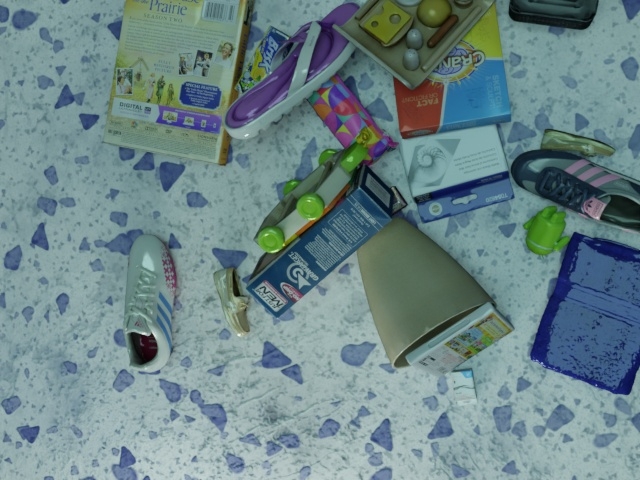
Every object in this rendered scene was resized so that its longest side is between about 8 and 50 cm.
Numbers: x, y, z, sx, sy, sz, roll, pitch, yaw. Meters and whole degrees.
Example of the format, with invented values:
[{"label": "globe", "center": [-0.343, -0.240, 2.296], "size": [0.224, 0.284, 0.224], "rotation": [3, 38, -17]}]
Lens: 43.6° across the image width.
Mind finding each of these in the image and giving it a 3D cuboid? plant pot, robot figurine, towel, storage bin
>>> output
[{"label": "plant pot", "center": [0.199, 0.093, 1.732], "size": [0.256, 0.256, 0.274], "rotation": [-34, 68, 11]}, {"label": "robot figurine", "center": [0.486, -0.018, 1.730], "size": [0.101, 0.067, 0.115], "rotation": [39, 125, 35]}, {"label": "towel", "center": [0.606, 0.155, 1.723], "size": [0.228, 0.076, 0.308], "rotation": [20, 97, 18]}, {"label": "storage bin", "center": [0.501, -0.528, 1.709], "size": [0.180, 0.084, 0.122], "rotation": [11, 94, 12]}]

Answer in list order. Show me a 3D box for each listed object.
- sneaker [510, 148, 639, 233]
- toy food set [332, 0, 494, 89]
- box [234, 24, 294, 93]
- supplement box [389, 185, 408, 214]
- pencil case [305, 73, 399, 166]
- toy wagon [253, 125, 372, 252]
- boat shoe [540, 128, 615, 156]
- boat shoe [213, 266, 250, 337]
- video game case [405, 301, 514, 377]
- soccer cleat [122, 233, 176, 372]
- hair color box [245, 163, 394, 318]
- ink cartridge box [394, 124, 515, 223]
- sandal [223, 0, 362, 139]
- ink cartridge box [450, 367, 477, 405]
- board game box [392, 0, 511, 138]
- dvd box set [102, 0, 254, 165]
[{"label": "sneaker", "center": [0.553, -0.103, 1.678], "size": [0.319, 0.131, 0.112], "rotation": [17, 121, 12]}, {"label": "toy food set", "center": [0.202, -0.492, 1.679], "size": [0.220, 0.092, 0.306], "rotation": [41, 85, 15]}, {"label": "box", "center": [-0.129, -0.409, 1.861], "size": [0.059, 0.054, 0.169], "rotation": [32, 99, 9]}, {"label": "supplement box", "center": [0.149, -0.080, 1.819], "size": [0.083, 0.043, 0.055], "rotation": [-34, 85, 12]}, {"label": "pencil case", "center": [0.068, -0.272, 1.801], "size": [0.104, 0.104, 0.236], "rotation": [-42, 83, 10]}, {"label": "toy wagon", "center": [-0.008, -0.109, 1.716], "size": [0.344, 0.267, 0.068], "rotation": [-38, 105, 26]}, {"label": "boat shoe", "center": [0.555, -0.202, 1.726], "size": [0.153, 0.056, 0.048], "rotation": [17, 105, 12]}, {"label": "boat shoe", "center": [-0.199, 0.144, 1.891], "size": [0.059, 0.063, 0.170], "rotation": [-23, 87, 18]}, {"label": "video game case", "center": [0.303, 0.217, 1.710], "size": [0.206, 0.227, 0.026], "rotation": [-35, 63, 11]}, {"label": "soccer cleat", "center": [-0.409, 0.150, 1.895], "size": [0.116, 0.143, 0.331], "rotation": [-4, 91, 12]}, {"label": "hair color box", "center": [0.000, 0.000, 1.752], "size": [0.105, 0.174, 0.347], "rotation": [44, 110, -10]}, {"label": "ink cartridge box", "center": [0.299, -0.171, 1.783], "size": [0.223, 0.045, 0.224], "rotation": [-16, 89, 12]}, {"label": "sandal", "center": [-0.059, -0.389, 1.756], "size": [0.416, 0.102, 0.169], "rotation": [-47, 44, -6]}, {"label": "ink cartridge box", "center": [0.325, 0.334, 1.805], "size": [0.048, 0.028, 0.083], "rotation": [-10, 90, 12]}, {"label": "board game box", "center": [0.275, -0.398, 1.745], "size": [0.242, 0.064, 0.316], "rotation": [-8, 81, 12]}, {"label": "dvd box set", "center": [-0.338, -0.409, 1.901], "size": [0.308, 0.062, 0.420], "rotation": [11, 95, 12]}]
